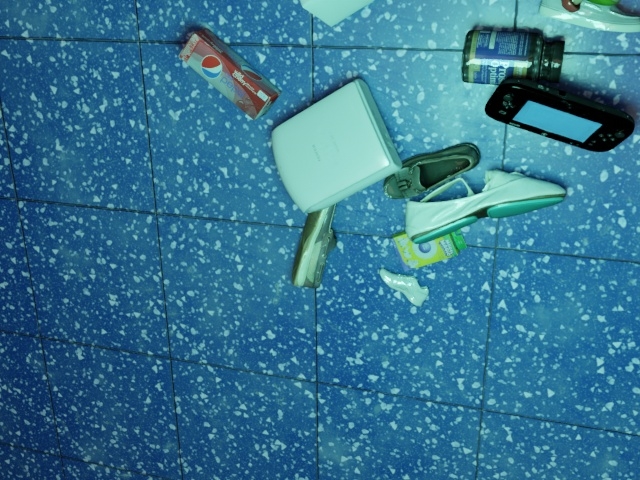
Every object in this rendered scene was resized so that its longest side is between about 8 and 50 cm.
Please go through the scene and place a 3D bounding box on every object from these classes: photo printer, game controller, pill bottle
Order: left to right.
[{"bbox_3d":[0.025,-0.229,1.847,0.307,0.107,0.256,-26,81,26],"label":"photo printer"},{"bbox_3d":[0.440,-0.416,1.656,0.219,0.123,0.123,8,113,16],"label":"pill bottle"},{"bbox_3d":[0.540,-0.281,1.647,0.319,0.067,0.166,18,155,-1],"label":"game controller"}]

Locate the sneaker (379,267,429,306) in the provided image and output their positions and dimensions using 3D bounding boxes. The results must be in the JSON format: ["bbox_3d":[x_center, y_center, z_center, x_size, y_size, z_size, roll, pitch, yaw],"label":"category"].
[{"bbox_3d":[0.230,0.115,1.982,0.152,0.054,0.061,34,108,-4],"label":"sneaker"}]

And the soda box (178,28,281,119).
[{"bbox_3d":[-0.235,-0.436,1.891,0.263,0.092,0.083,40,118,-1],"label":"soda box"}]

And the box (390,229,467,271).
[{"bbox_3d":[0.289,0.008,1.921,0.179,0.043,0.105,-20,103,23],"label":"box"}]

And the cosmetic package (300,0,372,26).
[{"bbox_3d":[0.109,-0.669,1.616,0.365,0.155,0.197,-24,75,27],"label":"cosmetic package"}]

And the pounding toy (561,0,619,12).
[{"bbox_3d":[0.518,-0.552,1.496,0.110,0.236,0.183,-27,72,44],"label":"pounding toy"}]

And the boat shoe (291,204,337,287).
[{"bbox_3d":[0.000,0.000,1.989,0.092,0.103,0.285,15,103,-17],"label":"boat shoe"}]

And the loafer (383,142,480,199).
[{"bbox_3d":[0.271,-0.172,1.830,0.267,0.084,0.096,-23,102,25],"label":"loafer"}]

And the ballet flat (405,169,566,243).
[{"bbox_3d":[0.394,-0.105,1.792,0.400,0.139,0.139,-17,105,15],"label":"ballet flat"}]

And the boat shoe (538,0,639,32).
[{"bbox_3d":[0.600,-0.513,1.588,0.227,0.079,0.081,18,120,15],"label":"boat shoe"}]
